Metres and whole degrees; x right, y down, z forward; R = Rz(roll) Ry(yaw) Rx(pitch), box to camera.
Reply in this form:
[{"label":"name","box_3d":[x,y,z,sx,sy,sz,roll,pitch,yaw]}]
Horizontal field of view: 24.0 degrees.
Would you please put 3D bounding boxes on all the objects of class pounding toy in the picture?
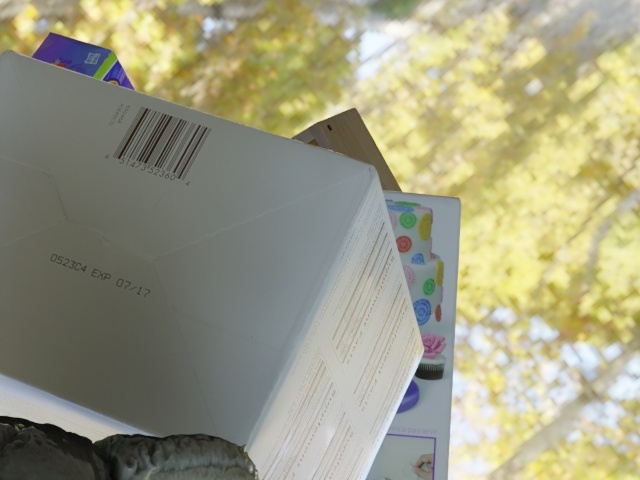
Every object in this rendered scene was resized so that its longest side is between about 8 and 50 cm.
[{"label":"pounding toy","box_3d":[-0.004,0.009,1.460,0.206,0.181,0.094,61,-149,0]}]

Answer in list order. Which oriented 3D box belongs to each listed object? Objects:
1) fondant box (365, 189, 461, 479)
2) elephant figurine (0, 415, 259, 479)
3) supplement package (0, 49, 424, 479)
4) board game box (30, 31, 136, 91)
[{"label":"fondant box","box_3d":[-0.027,0.124,1.117,0.096,0.238,0.330,111,164,-76]},{"label":"elephant figurine","box_3d":[-0.087,0.122,0.468,0.186,0.169,0.239,-166,70,-65]},{"label":"supplement package","box_3d":[-0.073,0.044,0.723,0.194,0.149,0.203,20,158,19]},{"label":"board game box","box_3d":[-0.264,0.024,1.339,0.078,0.347,0.233,19,153,30]}]
